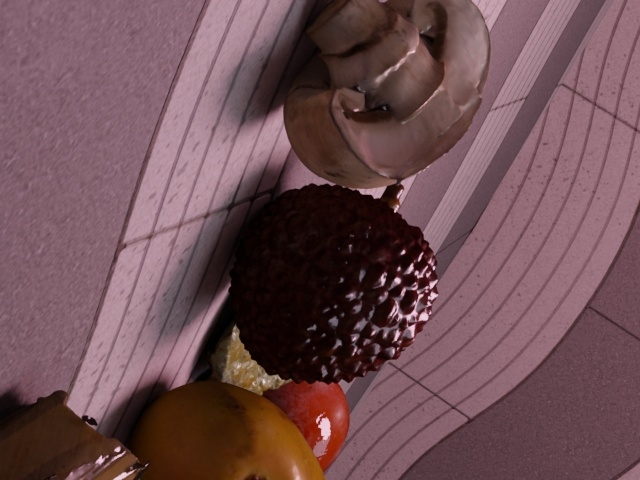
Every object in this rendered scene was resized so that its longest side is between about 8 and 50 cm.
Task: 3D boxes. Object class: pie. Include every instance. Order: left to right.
[{"bbox_3d":[-0.060,0.108,1.836,0.274,0.105,0.257,-59,159,15],"label":"pie"}]

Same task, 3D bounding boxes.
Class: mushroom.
[{"bbox_3d":[0.048,-0.174,1.382,0.189,0.195,0.253,-14,-146,55],"label":"mushroom"}]

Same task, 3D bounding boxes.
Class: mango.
[{"bbox_3d":[-0.119,0.353,1.741,0.232,0.300,0.445,-46,162,-16],"label":"mango"}]

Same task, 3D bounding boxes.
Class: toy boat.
[{"bbox_3d":[-0.345,0.280,1.135,0.445,0.136,0.162,-33,150,-52],"label":"toy boat"}]

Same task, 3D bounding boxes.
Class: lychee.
[{"bbox_3d":[0.021,0.047,1.593,0.300,0.264,0.264,-53,168,-5],"label":"lychee"}]

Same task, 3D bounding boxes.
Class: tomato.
[{"bbox_3d":[-0.057,0.311,2.127,0.184,0.208,0.208,-55,172,-52],"label":"tomato"}]

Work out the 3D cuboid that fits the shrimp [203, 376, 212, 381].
[{"bbox_3d":[-0.172,0.258,1.923,0.253,0.058,0.173,-37,150,-48],"label":"shrimp"}]
